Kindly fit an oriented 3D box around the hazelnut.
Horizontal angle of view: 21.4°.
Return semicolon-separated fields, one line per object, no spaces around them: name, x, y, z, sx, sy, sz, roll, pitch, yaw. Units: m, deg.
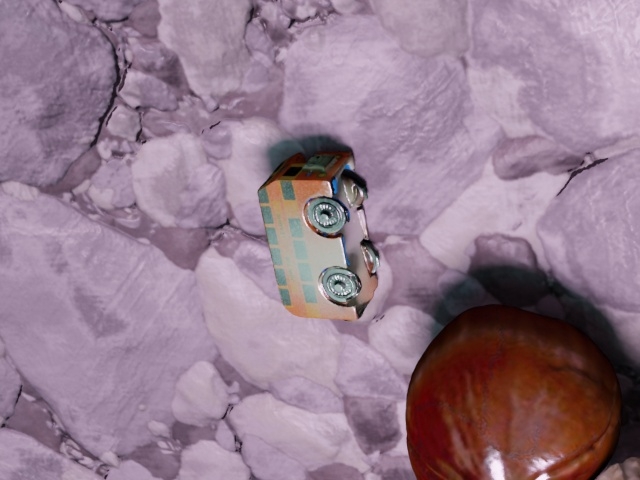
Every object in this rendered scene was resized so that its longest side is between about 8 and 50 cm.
hazelnut;0.184;0.187;1.671;0.229;0.229;0.229;10;123;16

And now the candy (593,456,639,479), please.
candy;0.374;0.318;1.644;0.320;0.135;0.179;9;136;-28

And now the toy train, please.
toy train;0.000;0.000;1.716;0.099;0.072;0.188;0;119;21
